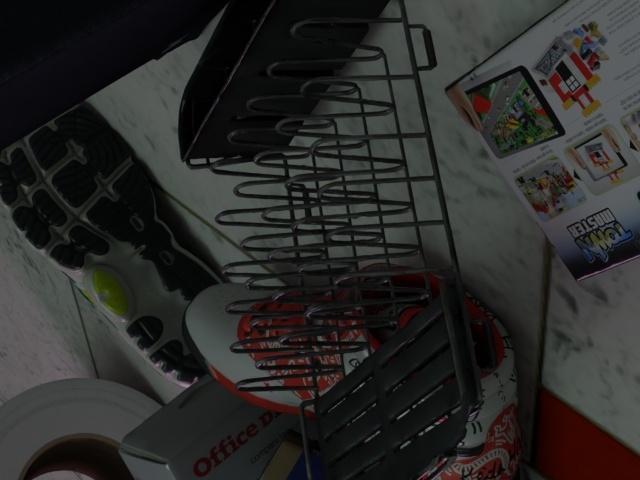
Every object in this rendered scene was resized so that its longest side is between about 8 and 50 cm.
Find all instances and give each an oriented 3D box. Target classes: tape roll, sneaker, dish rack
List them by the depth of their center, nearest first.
[{"bbox_3d":[0.000,0.000,0.680,0.208,0.074,0.272,129,136,-59],"label":"dish rack"},{"bbox_3d":[0.013,0.057,0.839,0.270,0.090,0.145,31,144,32],"label":"sneaker"},{"bbox_3d":[-0.169,0.009,1.068,0.275,0.107,0.110,55,164,0],"label":"sneaker"},{"bbox_3d":[-0.246,0.274,1.336,0.246,0.246,0.169,51,152,5],"label":"tape roll"}]

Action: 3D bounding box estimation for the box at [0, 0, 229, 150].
[{"bbox_3d":[-0.254,-0.235,0.697,0.395,0.293,0.212,56,154,-4],"label":"box"}]

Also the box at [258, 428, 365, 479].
[{"bbox_3d":[0.066,0.196,0.870,0.225,0.036,0.136,32,176,2],"label":"box"}]

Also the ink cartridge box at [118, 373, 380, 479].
[{"bbox_3d":[-0.030,0.197,0.997,0.087,0.153,0.208,-1,122,58],"label":"ink cartridge box"}]

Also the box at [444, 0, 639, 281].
[{"bbox_3d":[0.140,-0.059,0.553,0.114,0.036,0.207,55,153,-2],"label":"box"}]
